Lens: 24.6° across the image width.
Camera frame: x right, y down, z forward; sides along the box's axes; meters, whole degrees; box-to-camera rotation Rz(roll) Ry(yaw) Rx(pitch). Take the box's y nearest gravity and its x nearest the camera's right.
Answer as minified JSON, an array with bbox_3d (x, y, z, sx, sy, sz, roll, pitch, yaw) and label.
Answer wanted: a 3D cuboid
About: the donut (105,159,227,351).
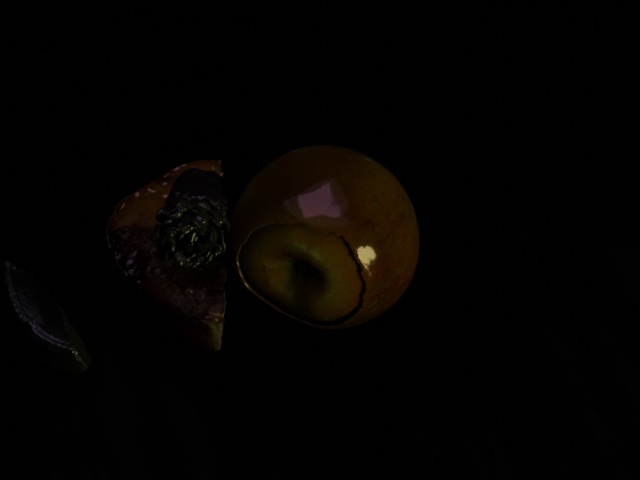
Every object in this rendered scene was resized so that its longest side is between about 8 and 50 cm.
[{"bbox_3d":[-0.192,0.032,1.863,0.151,0.112,0.295,-4,42,-2],"label":"donut"}]

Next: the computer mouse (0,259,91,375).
[{"bbox_3d":[-0.347,0.102,1.785,0.062,0.106,0.192,-36,60,-18],"label":"computer mouse"}]

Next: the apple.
[{"bbox_3d":[0.000,0.000,1.827,0.237,0.237,0.207,27,48,25],"label":"apple"}]

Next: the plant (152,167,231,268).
[{"bbox_3d":[-0.154,-0.024,1.783,0.092,0.094,0.143,15,31,-6],"label":"plant"}]
